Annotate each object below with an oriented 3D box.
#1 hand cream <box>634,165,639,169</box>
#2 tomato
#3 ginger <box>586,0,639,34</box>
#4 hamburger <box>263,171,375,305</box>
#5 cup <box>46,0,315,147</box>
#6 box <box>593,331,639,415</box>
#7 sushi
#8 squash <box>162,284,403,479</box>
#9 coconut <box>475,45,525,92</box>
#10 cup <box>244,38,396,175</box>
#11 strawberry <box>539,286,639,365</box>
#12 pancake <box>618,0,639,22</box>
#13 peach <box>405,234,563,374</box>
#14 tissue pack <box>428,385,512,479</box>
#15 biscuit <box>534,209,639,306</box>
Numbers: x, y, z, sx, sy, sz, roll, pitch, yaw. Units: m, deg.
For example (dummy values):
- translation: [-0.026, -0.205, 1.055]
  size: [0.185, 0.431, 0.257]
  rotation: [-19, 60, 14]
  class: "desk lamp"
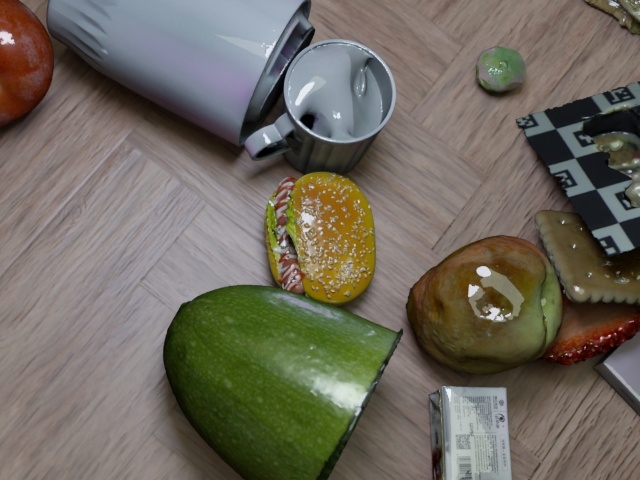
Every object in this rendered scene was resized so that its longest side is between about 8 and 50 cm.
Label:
- translation: [0.541, -0.054, 1.941]
  size: [0.057, 0.037, 0.165]
  rotation: [-2, 80, -9]
  class: "hand cream"
- translation: [-0.511, -0.280, 1.770]
  size: [0.208, 0.208, 0.184]
  rotation: [-12, 37, -11]
  class: "tomato"
- translation: [0.520, -0.409, 2.034]
  size: [0.137, 0.044, 0.057]
  rotation: [32, 90, 4]
  class: "ginger"
- translation: [0.000, 0.000, 1.800]
  size: [0.173, 0.116, 0.210]
  rotation: [-2, 74, -11]
  class: "hamburger"
- translation: [-0.212, -0.323, 1.798]
  size: [0.371, 0.253, 0.253]
  rotation: [25, 72, 3]
  class: "cup"
- translation: [0.527, 0.203, 1.849]
  size: [0.129, 0.051, 0.130]
  rotation: [-41, 83, -17]
  class: "box"
- translation: [0.517, -0.098, 1.874]
  size: [0.296, 0.100, 0.373]
  rotation: [-18, 41, -5]
  class: "sushi"
- translation: [-0.084, 0.189, 1.641]
  size: [0.309, 0.310, 0.310]
  rotation: [29, 72, 3]
  class: "squash"
- translation: [0.299, -0.285, 1.947]
  size: [0.082, 0.081, 0.083]
  rotation: [-32, 89, -3]
  class: "coconut"
- translation: [-0.009, -0.196, 1.810]
  size: [0.221, 0.202, 0.167]
  rotation: [1, 74, -8]
  class: "cup"
- translation: [0.419, 0.125, 1.843]
  size: [0.208, 0.087, 0.167]
  rotation: [-28, 42, 1]
  class: "strawberry"
- translation: [0.641, -0.475, 2.046]
  size: [0.356, 0.065, 0.356]
  rotation: [8, 64, -16]
  class: "pancake"
- translation: [0.239, 0.099, 1.758]
  size: [0.235, 0.214, 0.214]
  rotation: [-11, 72, 26]
  class: "peach"
- translation: [0.224, 0.299, 1.752]
  size: [0.106, 0.099, 0.149]
  rotation: [2, 73, -10]
  class: "tissue pack"
- translation: [0.506, 0.028, 1.823]
  size: [0.324, 0.044, 0.217]
  rotation: [5, 39, -13]
  class: "biscuit"
